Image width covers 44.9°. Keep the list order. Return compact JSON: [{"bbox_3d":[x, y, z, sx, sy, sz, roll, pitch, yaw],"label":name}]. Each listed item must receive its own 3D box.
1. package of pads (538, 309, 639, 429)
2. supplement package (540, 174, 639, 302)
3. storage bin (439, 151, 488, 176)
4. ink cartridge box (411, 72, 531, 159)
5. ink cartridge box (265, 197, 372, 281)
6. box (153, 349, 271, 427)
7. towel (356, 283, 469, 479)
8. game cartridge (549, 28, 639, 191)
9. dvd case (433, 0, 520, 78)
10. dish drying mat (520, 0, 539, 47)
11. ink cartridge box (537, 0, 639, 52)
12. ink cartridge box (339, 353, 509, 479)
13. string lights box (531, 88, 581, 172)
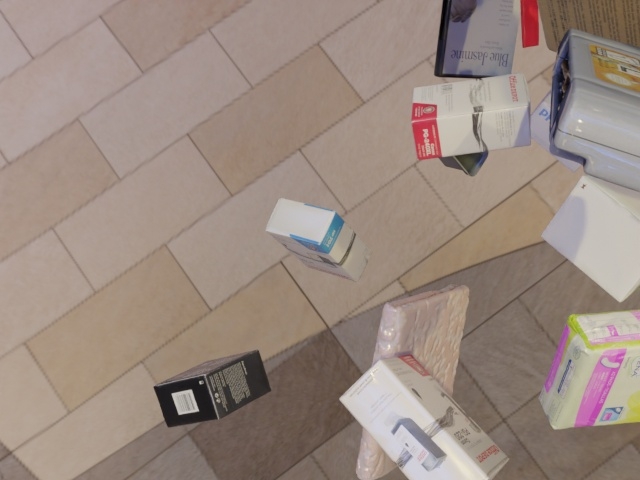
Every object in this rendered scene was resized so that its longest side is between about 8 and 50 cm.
[{"bbox_3d":[0.570,0.228,1.408,0.296,0.229,0.101,-3,38,-10],"label":"package of pads"},{"bbox_3d":[0.564,-0.021,1.445,0.194,0.203,0.149,45,128,25],"label":"supplement package"},{"bbox_3d":[0.304,-0.221,1.760,0.135,0.091,0.098,43,74,-35],"label":"storage bin"},{"bbox_3d":[0.200,-0.166,1.029,0.150,0.109,0.063,-6,123,13],"label":"ink cartridge box"},{"bbox_3d":[0.000,0.000,1.577,0.139,0.191,0.082,15,72,34],"label":"ink cartridge box"},{"bbox_3d":[-0.210,0.290,1.523,0.156,0.158,0.093,-18,91,38],"label":"box"},{"bbox_3d":[0.179,0.256,1.478,0.053,0.317,0.332,14,103,32],"label":"towel"},{"bbox_3d":[0.288,-0.100,0.628,0.198,0.297,0.062,16,118,9],"label":"game cartridge"},{"bbox_3d":[0.302,-0.430,1.448,0.180,0.022,0.253,-5,110,-30],"label":"dvd case"},{"bbox_3d":[0.326,-0.345,1.209,0.032,0.008,0.083,-13,107,-16],"label":"dish drying mat"},{"bbox_3d":[0.332,-0.292,0.841,0.193,0.235,0.088,27,74,36],"label":"ink cartridge box"},{"bbox_3d":[0.152,0.273,1.111,0.092,0.158,0.218,-47,70,13],"label":"ink cartridge box"},{"bbox_3d":[0.498,-0.252,1.497,0.133,0.077,0.259,41,46,5],"label":"string lights box"}]
